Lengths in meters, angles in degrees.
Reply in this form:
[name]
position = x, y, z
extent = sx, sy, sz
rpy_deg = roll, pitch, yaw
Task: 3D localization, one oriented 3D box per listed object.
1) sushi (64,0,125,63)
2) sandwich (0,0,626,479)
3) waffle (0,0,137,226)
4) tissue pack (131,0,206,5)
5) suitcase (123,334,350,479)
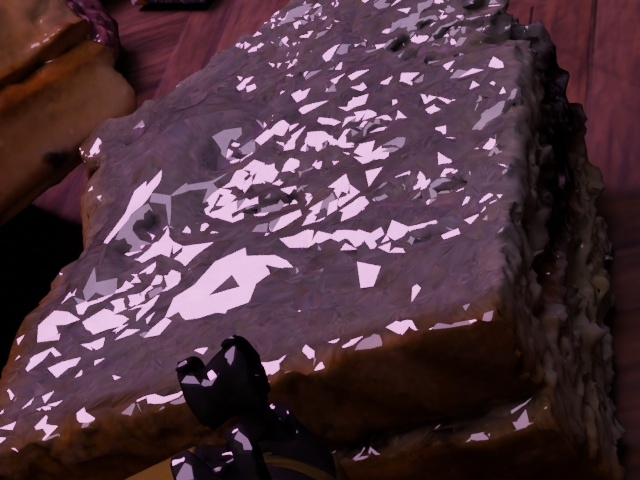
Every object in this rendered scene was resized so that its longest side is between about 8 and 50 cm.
[sushi]
position = -0.264, -0.122, 1.060
extent = 0.241, 0.107, 0.161
rpy_deg = -22, 32, 12
[sandwich]
position = 0.000, 0.000, 0.689
extent = 0.262, 0.131, 0.325
rpy_deg = -17, 36, 21
[waffle]
position = -0.302, 0.014, 0.797
extent = 0.376, 0.114, 0.261
rpy_deg = -41, 11, -29
[tissue pack]
position = -0.108, -0.211, 1.107
extent = 0.083, 0.042, 0.062
rpy_deg = 8, 52, 42
[suitcase]
position = -0.044, 0.169, 0.432
extent = 0.193, 0.235, 0.143
rpy_deg = -27, 16, 4
